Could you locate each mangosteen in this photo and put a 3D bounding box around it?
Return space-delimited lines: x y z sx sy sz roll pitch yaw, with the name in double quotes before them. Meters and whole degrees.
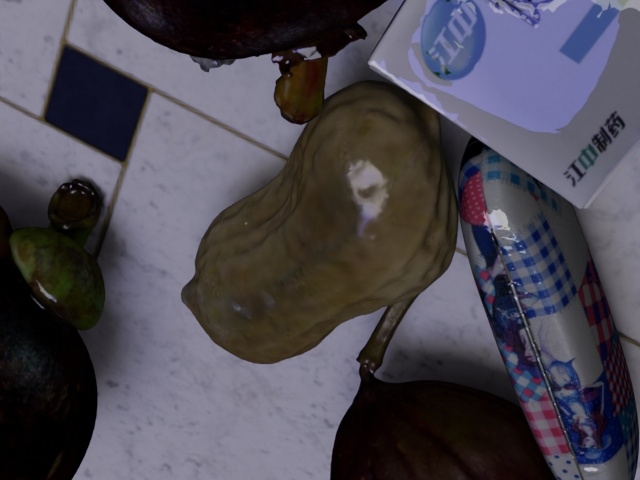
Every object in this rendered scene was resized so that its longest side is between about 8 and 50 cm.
"mangosteen" -0.030 -0.188 0.693 0.236 0.235 0.261 -3 125 22
"mangosteen" -0.330 0.100 0.990 0.306 0.359 0.306 27 160 11

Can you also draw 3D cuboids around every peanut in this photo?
"peanut" 0.009 0.003 0.857 0.159 0.143 0.291 34 132 -13

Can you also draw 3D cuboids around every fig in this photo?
"fig" 0.076 0.184 0.926 0.249 0.186 0.204 50 145 -3

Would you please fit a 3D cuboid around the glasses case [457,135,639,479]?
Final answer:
"glasses case" 0.177 0.063 0.839 0.076 0.125 0.327 -12 115 27

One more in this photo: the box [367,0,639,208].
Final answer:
"box" 0.186 -0.197 0.664 0.173 0.145 0.333 35 126 0
